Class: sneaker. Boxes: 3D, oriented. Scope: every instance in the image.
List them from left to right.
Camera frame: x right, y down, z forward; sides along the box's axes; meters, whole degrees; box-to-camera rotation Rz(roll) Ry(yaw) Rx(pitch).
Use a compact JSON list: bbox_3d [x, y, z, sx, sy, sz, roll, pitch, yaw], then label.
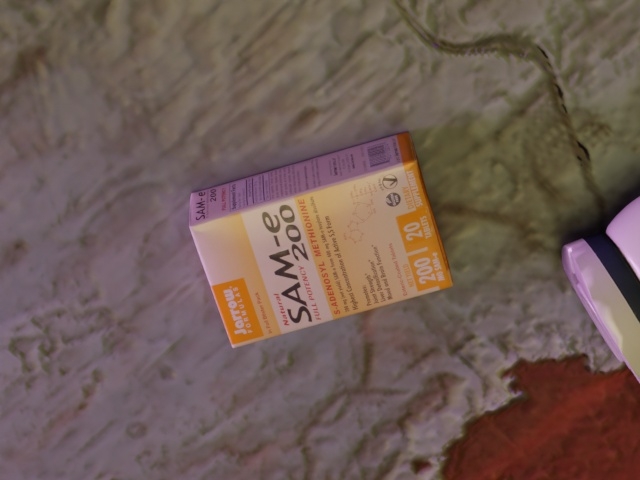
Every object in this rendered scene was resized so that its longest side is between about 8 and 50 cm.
[{"bbox_3d":[0.200,0.072,0.799,0.095,0.090,0.235,-35,114,2],"label":"sneaker"}]

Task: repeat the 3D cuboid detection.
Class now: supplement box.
[{"bbox_3d":[0.000,0.000,0.774,0.098,0.036,0.062,-17,115,4],"label":"supplement box"}]
